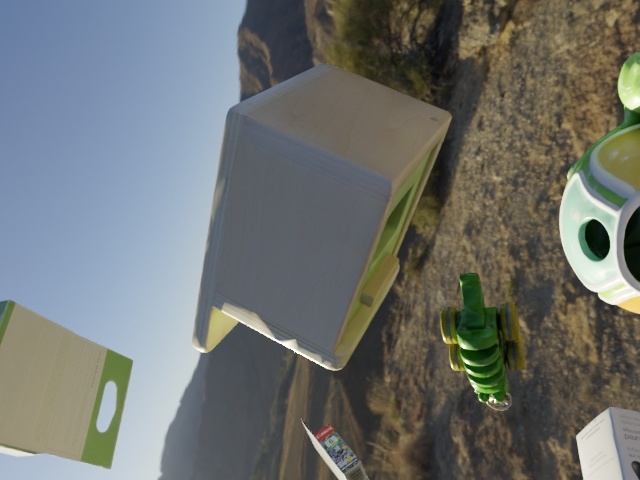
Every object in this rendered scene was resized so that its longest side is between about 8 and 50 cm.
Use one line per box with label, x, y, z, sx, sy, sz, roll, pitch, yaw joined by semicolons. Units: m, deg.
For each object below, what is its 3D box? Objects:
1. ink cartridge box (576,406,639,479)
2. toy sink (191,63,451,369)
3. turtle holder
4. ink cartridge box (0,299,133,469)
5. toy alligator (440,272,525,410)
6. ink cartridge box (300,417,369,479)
ink cartridge box;0.337;0.270;0.519;0.082;0.140;0.190;99;-178;-46
toy sink;0.000;0.000;0.461;0.153;0.131;0.234;-47;-21;-53
turtle holder;0.447;-0.053;0.711;0.227;0.243;0.320;-31;-38;-61
ink cartridge box;-0.369;0.205;0.757;0.235;0.056;0.171;51;-147;-50
toy alligator;0.135;0.104;0.450;0.051;0.056;0.189;-73;-31;-44
ink cartridge box;0.020;0.278;0.728;0.115;0.029;0.063;35;151;54
